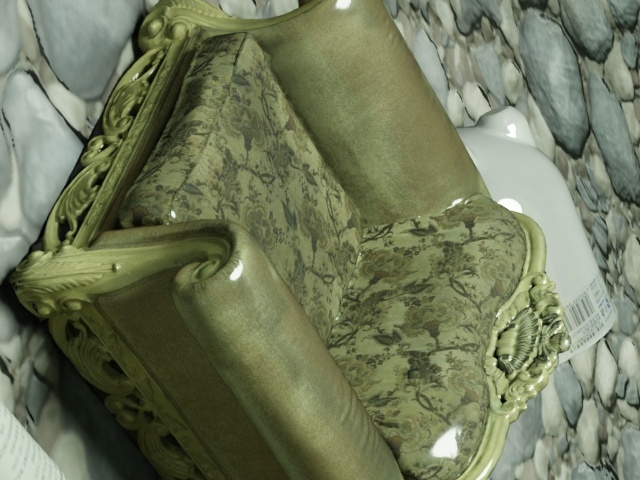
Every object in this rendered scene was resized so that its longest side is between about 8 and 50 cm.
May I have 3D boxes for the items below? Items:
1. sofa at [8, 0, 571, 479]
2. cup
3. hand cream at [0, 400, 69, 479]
[{"bbox_3d":[0.000,0.000,0.939,0.200,0.182,0.258,57,35,-30],"label":"sofa"},{"bbox_3d":[0.099,-0.005,1.167,0.173,0.134,0.142,-38,110,-57],"label":"cup"},{"bbox_3d":[-0.134,0.105,0.813,0.067,0.042,0.194,-83,151,-46],"label":"hand cream"}]
